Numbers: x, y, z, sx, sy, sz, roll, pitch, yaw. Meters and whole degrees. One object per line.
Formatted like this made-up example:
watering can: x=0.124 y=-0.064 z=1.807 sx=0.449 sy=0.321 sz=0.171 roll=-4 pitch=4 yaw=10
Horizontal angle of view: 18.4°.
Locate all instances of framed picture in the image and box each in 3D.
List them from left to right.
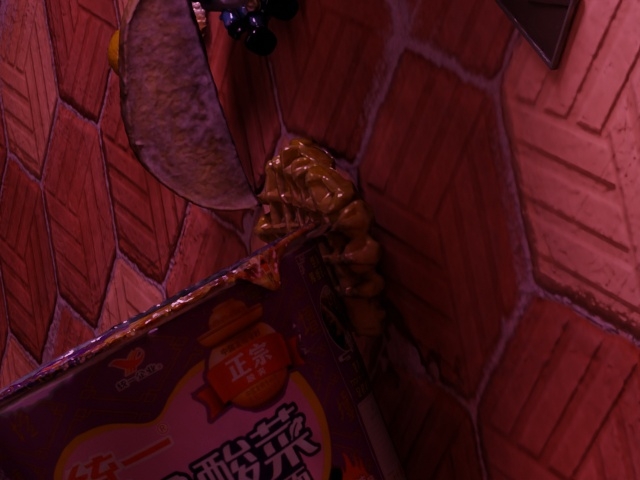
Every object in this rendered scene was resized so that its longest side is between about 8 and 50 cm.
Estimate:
framed picture: x=0.148 y=-0.167 z=1.352 sx=0.089 sy=0.007 sz=0.066 roll=-122 pitch=36 yaw=-44

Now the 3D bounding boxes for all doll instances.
doll: x=-0.080 y=-0.238 z=1.779 sx=0.096 sy=0.070 sz=0.195 roll=-52 pitch=42 yaw=14

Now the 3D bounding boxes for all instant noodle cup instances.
instant noodle cup: x=-0.082 y=0.173 z=1.544 sx=0.266 sy=0.340 sz=0.340 roll=61 pitch=154 yaw=0

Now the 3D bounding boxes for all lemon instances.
lemon: x=-0.187 y=-0.192 z=2.028 sx=0.083 sy=0.062 sz=0.062 roll=-173 pitch=79 yaw=-70

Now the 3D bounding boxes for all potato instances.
potato: x=-0.148 y=-0.140 z=1.814 sx=0.120 sy=0.100 sz=0.261 roll=38 pitch=148 yaw=63

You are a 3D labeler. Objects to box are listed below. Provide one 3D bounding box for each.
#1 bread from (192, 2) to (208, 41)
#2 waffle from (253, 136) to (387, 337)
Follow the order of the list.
bread: x=-0.144 y=-0.256 z=1.943 sx=0.126 sy=0.044 sz=0.129 roll=42 pitch=129 yaw=55
waffle: x=0.003 y=-0.001 z=1.660 sx=0.194 sy=0.051 sz=0.149 roll=47 pitch=145 yaw=46
